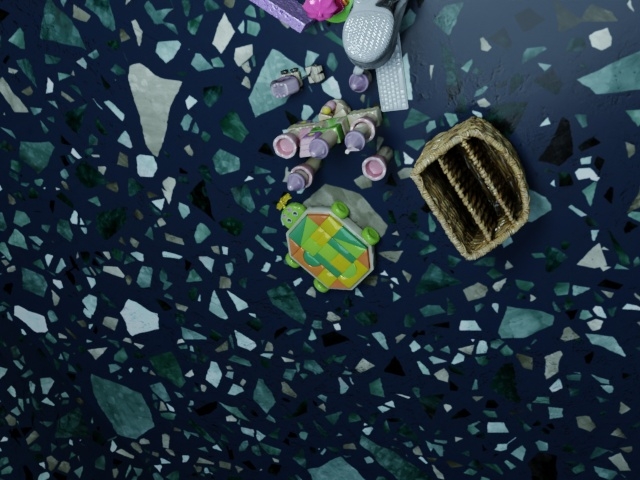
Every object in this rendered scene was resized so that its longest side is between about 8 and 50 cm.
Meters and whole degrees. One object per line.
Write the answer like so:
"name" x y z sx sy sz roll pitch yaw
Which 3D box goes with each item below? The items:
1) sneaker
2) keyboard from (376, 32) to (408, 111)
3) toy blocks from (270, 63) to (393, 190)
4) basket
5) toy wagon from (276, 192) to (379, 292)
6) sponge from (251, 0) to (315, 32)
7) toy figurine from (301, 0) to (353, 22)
"sneaker" 0.147 -0.571 1.617 0.137 0.210 0.366 21 85 2
"keyboard" 0.176 -0.460 1.745 0.072 0.014 0.256 -1 117 21
"toy blocks" 0.003 -0.280 1.752 0.288 0.260 0.309 -4 116 26
"basket" 0.402 -0.138 1.717 0.213 0.223 0.299 -26 105 30
"toy wagon" 0.000 0.000 2.030 0.344 0.068 0.267 40 123 -5
"sponge" -0.114 -0.604 1.709 0.210 0.117 0.031 34 125 -1
"toy figurine" 0.004 -0.602 1.642 0.130 0.159 0.173 -22 108 28
